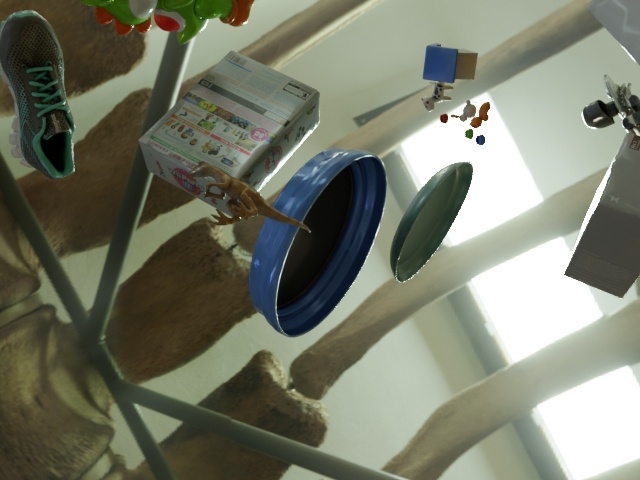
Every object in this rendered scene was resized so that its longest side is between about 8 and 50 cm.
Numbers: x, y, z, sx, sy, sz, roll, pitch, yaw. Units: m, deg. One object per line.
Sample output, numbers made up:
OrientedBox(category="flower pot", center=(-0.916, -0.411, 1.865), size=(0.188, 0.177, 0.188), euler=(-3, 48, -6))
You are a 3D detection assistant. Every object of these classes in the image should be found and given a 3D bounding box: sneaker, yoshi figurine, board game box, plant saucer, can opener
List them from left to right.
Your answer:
OrientedBox(category="sneaker", center=(-0.261, -0.131, 0.625), size=(0.065, 0.167, 0.076), euler=(-26, -131, -35))
OrientedBox(category="yoshi figurine", center=(-0.315, -0.538, 1.322), size=(0.362, 0.203, 0.203), euler=(-14, -99, -42))
OrientedBox(category="board game box", center=(-0.173, -0.220, 1.311), size=(0.223, 0.098, 0.303), euler=(29, -120, 17))
OrientedBox(category="plant saucer", center=(0.248, -0.048, 1.506), size=(0.043, 0.318, 0.317), euler=(32, -122, 21))
OrientedBox(category="can opener", center=(0.581, -0.235, 1.256), size=(0.280, 0.093, 0.074), euler=(15, -122, -46))

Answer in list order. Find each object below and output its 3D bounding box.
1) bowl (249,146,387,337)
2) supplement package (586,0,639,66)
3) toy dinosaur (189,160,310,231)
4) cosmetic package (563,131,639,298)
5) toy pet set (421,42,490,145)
OrientedBox(category="bowl", center=(0.000, 0.000, 1.288), size=(0.077, 0.391, 0.391), euler=(27, -122, 23))
OrientedBox(category="supplement package", center=(0.604, -0.364, 0.996), size=(0.262, 0.199, 0.198), euler=(6, -136, -21))
OrientedBox(category="toy dinosaur", center=(-0.107, -0.060, 1.003), size=(0.211, 0.064, 0.112), euler=(33, -142, -5))
OrientedBox(category="cosmetic package", center=(0.431, -0.027, 0.928), size=(0.107, 0.238, 0.127), euler=(24, -109, 16))
OrientedBox(category="toy pet set", center=(0.164, -0.192, 0.850), size=(0.065, 0.122, 0.114), euler=(-3, -66, -16))
